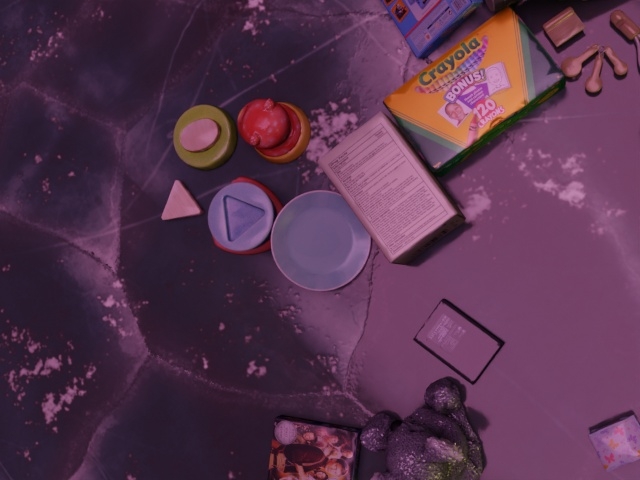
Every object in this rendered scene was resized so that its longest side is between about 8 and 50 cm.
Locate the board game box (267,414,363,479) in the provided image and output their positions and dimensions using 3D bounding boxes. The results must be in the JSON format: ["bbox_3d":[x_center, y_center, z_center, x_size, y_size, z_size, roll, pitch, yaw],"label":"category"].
[{"bbox_3d":[-0.017,0.459,1.640,0.165,0.042,0.243,6,88,17],"label":"board game box"}]

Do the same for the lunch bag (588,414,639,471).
[{"bbox_3d":[0.505,0.339,1.483,0.083,0.053,0.071,-31,76,23],"label":"lunch bag"}]

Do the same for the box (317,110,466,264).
[{"bbox_3d":[0.130,-0.090,1.585,0.149,0.127,0.232,-37,77,12],"label":"box"}]

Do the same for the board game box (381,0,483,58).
[{"bbox_3d":[0.179,-0.464,1.599,0.160,0.039,0.211,-41,75,45],"label":"board game box"}]

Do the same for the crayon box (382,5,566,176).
[{"bbox_3d":[0.273,-0.263,1.575,0.278,0.081,0.165,-37,77,12],"label":"crayon box"}]

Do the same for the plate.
[{"bbox_3d":[0.000,0.000,1.647,0.188,0.024,0.188,0,94,-8],"label":"plate"}]

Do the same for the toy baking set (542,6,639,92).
[{"bbox_3d":[0.522,-0.362,1.536,0.256,0.030,0.196,-9,87,17],"label":"toy baking set"}]

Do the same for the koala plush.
[{"bbox_3d":[0.174,0.367,1.494,0.196,0.221,0.203,-32,78,12],"label":"koala plush"}]

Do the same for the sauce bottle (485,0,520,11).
[{"bbox_3d":[0.442,-0.477,1.491,0.344,0.111,0.111,-18,82,3],"label":"sauce bottle"}]

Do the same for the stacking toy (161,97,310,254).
[{"bbox_3d":[-0.187,-0.136,1.683,0.280,0.130,0.309,11,90,17],"label":"stacking toy"}]

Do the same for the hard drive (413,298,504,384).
[{"bbox_3d":[0.248,0.182,1.586,0.135,0.022,0.094,37,97,16],"label":"hard drive"}]
